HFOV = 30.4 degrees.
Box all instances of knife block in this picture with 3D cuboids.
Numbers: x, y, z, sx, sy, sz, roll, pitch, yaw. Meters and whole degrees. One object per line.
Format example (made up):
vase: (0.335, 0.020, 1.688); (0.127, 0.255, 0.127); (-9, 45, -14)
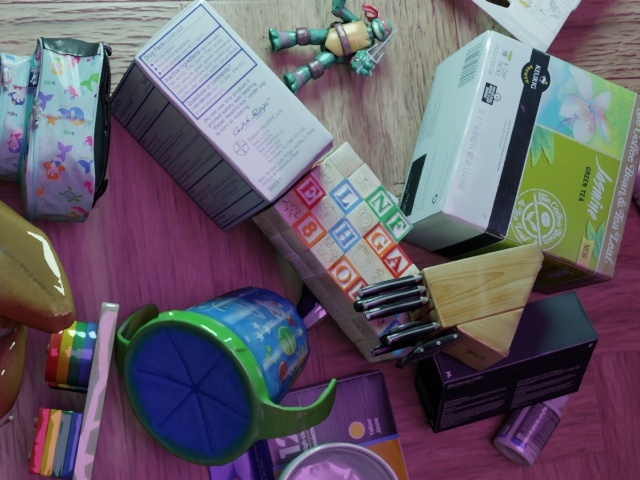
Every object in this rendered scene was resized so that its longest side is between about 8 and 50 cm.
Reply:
knife block: (0.181, 0.075, 1.763); (0.242, 0.088, 0.276); (31, 61, -8)

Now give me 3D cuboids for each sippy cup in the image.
sippy cup: (-0.135, 0.181, 1.749); (0.305, 0.240, 0.224); (51, 35, 3)

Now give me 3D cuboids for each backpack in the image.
backpack: (-0.396, -0.153, 1.727); (0.191, 0.225, 0.254); (-2, 80, -18)

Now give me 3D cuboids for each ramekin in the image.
ramekin: (0.014, 0.409, 1.770); (0.207, 0.109, 0.207); (3, 79, -17)

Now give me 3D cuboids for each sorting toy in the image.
sorting toy: (-0.351, 0.223, 1.670); (0.089, 0.257, 0.255); (9, 78, -9)

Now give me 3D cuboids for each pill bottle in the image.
pill bottle: (0.358, 0.306, 1.988); (0.078, 0.078, 0.137); (40, 72, -9)

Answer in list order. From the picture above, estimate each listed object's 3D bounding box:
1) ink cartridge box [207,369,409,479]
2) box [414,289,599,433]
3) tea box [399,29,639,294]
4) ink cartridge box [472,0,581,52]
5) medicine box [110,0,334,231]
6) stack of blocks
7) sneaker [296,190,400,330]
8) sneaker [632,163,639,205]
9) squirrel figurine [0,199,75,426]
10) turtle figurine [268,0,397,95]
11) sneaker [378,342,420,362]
ink cartridge box: (-0.011, 0.384, 1.858); (0.307, 0.072, 0.304); (-12, 86, -22)
box: (0.295, 0.197, 1.896); (0.261, 0.184, 0.103); (-14, 59, -10)
tea box: (0.336, -0.120, 1.972); (0.323, 0.220, 0.329); (20, 75, -16)
ink cartridge box: (0.338, -0.502, 2.115); (0.296, 0.066, 0.261); (38, 72, -9)
medicine box: (-0.161, -0.181, 1.790); (0.289, 0.263, 0.149); (47, 70, -7)
stack of blocks: (0.058, 0.020, 1.821); (0.171, 0.087, 0.297); (-42, 98, -28)
sneaker: (0.000, 0.000, 1.904); (0.153, 0.099, 0.282); (38, 67, -12)
sneaker: (0.620, -0.068, 2.133); (0.228, 0.087, 0.092); (33, 75, -9)
squirrel figurine: (-0.512, 0.084, 1.616); (0.281, 0.370, 0.397); (-12, 57, -19)
turtle figurine: (0.040, -0.335, 1.963); (0.234, 0.118, 0.175); (-22, 74, -5)
sneaker: (0.162, 0.129, 1.956); (0.217, 0.079, 0.121); (-8, 81, -28)
